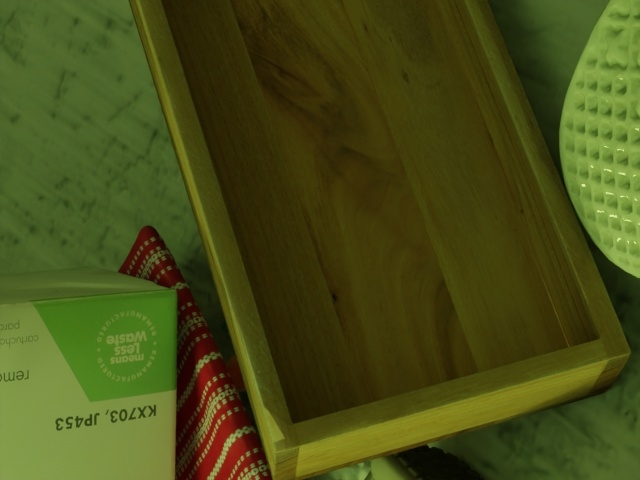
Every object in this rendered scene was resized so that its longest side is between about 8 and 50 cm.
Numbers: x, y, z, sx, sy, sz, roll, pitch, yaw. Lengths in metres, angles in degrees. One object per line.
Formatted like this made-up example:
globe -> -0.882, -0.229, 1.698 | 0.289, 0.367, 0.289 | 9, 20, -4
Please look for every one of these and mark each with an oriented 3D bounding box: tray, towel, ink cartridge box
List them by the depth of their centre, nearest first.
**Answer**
tray -> 0.011, -0.078, 0.974 | 0.076, 0.202, 0.411 | 95, 159, -65
ink cartridge box -> -0.208, 0.205, 1.073 | 0.119, 0.207, 0.354 | 12, 103, 52
towel -> -0.109, 0.155, 1.136 | 0.199, 0.031, 0.275 | -54, 52, 39

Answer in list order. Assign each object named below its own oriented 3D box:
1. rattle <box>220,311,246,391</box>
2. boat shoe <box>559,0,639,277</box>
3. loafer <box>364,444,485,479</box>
rattle -> 0.000, 0.000, 1.086 | 0.130, 0.142, 0.200 | -145, 47, -61
boat shoe -> 0.299, -0.139, 0.749 | 0.500, 0.156, 0.187 | -49, 60, 41
loafer -> 0.104, 0.222, 0.918 | 0.268, 0.102, 0.092 | 48, 118, 46
